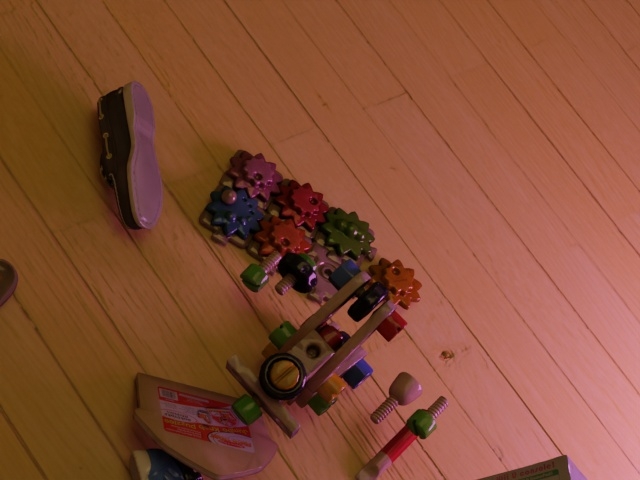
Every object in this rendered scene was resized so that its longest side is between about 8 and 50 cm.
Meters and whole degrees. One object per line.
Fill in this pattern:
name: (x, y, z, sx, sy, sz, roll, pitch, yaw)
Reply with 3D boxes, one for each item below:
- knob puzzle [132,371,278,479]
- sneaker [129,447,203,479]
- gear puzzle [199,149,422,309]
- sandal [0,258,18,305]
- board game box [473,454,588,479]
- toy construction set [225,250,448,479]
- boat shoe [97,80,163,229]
knob puzzle: (-0.146, 0.247, 2.022, 0.213, 0.030, 0.213, 21, 21, -9)
sneaker: (-0.177, 0.320, 1.970, 0.085, 0.058, 0.152, -4, 53, -21)
gear puzzle: (0.000, 0.000, 2.307, 0.339, 0.044, 0.175, 32, 48, -6)
sandal: (-0.429, 0.080, 2.006, 0.072, 0.049, 0.180, 33, 48, -4)
board game box: (0.236, 0.441, 2.000, 0.097, 0.224, 0.303, 46, 33, -48)
toy construction set: (-0.003, 0.195, 2.091, 0.237, 0.257, 0.309, -43, 107, -24)
boat shoe: (-0.266, -0.109, 2.225, 0.081, 0.069, 0.227, 43, 35, -55)
